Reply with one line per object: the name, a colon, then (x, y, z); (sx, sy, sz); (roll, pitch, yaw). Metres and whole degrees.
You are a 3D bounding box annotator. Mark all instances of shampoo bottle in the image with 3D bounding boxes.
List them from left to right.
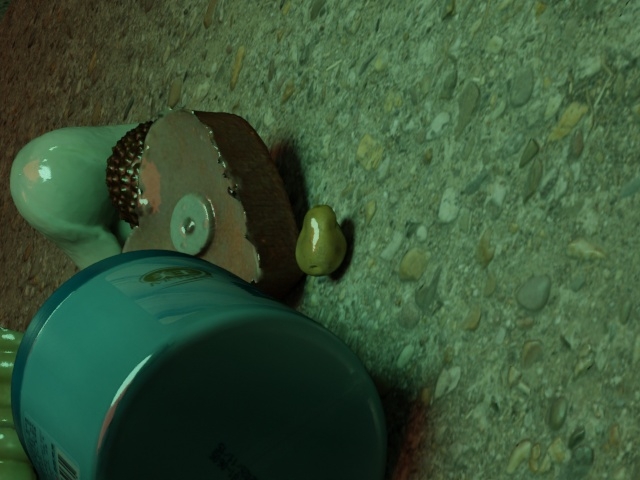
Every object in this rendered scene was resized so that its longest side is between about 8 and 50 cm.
shampoo bottle: (-0.140, 0.199, 1.577); (0.343, 0.331, 0.331); (23, 96, 64)

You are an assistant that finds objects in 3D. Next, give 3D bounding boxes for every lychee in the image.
lychee: (-0.219, -0.093, 2.081); (0.188, 0.188, 0.188); (-42, 39, 48)

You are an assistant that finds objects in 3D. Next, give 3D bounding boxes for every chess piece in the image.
chess piece: (-0.554, 0.330, 2.548); (0.182, 0.182, 0.330); (-22, 60, 59)

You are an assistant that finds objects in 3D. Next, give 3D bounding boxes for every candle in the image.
candle: (-0.126, -0.009, 1.889); (0.287, 0.131, 0.316); (21, 108, 48)

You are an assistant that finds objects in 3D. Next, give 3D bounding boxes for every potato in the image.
potato: (0.000, 0.000, 1.730); (0.068, 0.062, 0.083); (-2, 102, 36)

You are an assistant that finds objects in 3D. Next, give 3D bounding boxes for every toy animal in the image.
toy animal: (-0.333, -0.056, 2.231); (0.174, 0.289, 0.249); (-158, 64, -63)
